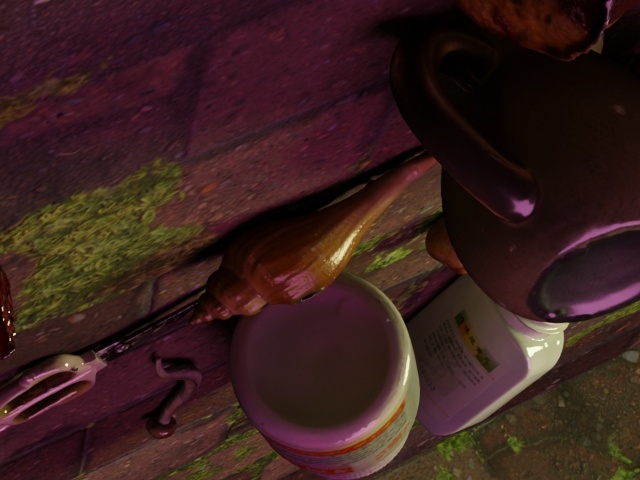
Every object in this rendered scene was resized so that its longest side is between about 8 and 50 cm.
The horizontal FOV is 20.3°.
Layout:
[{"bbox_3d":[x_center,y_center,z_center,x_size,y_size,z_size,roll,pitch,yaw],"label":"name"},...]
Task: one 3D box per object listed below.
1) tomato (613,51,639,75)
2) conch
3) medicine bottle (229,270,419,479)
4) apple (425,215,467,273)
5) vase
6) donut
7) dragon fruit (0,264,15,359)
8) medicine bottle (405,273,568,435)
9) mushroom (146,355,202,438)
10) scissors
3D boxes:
[{"bbox_3d":[0.316,-0.079,1.910,0.256,0.224,0.256,-45,-170,10],"label":"tomato"},{"bbox_3d":[0.003,0.004,1.893,0.330,0.093,0.109,-27,158,-11],"label":"conch"},{"bbox_3d":[0.014,0.180,2.246,0.219,0.219,0.388,-28,166,-2],"label":"medicine bottle"},{"bbox_3d":[0.172,0.001,2.216,0.071,0.084,0.084,-56,164,-2],"label":"apple"},{"bbox_3d":[0.184,-0.099,1.626,0.329,0.302,0.241,16,135,-44],"label":"vase"},{"bbox_3d":[0.208,-0.242,1.390,0.112,0.151,0.295,-35,166,-19],"label":"donut"},{"bbox_3d":[-0.344,0.075,1.479,0.192,0.122,0.092,-29,180,-9],"label":"dragon fruit"},{"bbox_3d":[0.240,0.141,2.582,0.124,0.179,0.324,-14,158,-40],"label":"medicine bottle"},{"bbox_3d":[-0.186,0.190,2.265,0.068,0.043,0.306,-50,172,-24],"label":"mushroom"},{"bbox_3d":[-0.245,0.131,1.986,0.317,0.024,0.160,-29,164,0],"label":"scissors"}]
